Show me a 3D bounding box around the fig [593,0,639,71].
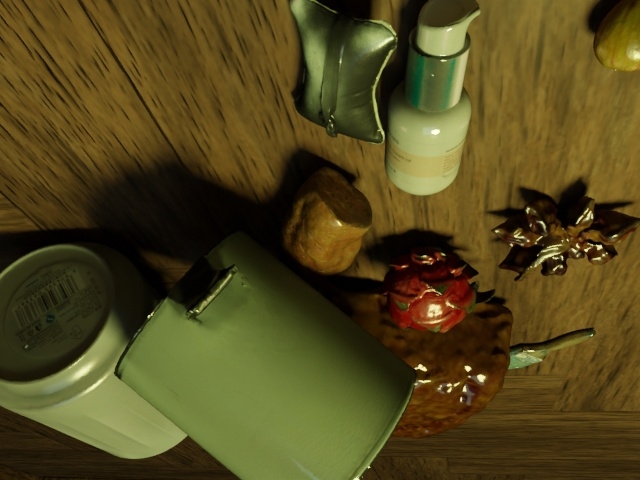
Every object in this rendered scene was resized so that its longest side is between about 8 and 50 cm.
[{"bbox_3d":[0.239,-0.167,0.458,0.050,0.050,0.083,3,139,2],"label":"fig"}]

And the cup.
[{"bbox_3d":[-0.279,0.175,0.880,0.323,0.236,0.327,10,151,16],"label":"cup"}]

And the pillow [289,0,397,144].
[{"bbox_3d":[0.017,-0.140,0.518,0.055,0.091,0.135,-29,150,-20],"label":"pillow"}]

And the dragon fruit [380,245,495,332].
[{"bbox_3d":[0.140,0.062,0.794,0.121,0.130,0.142,-44,132,9],"label":"dragon fruit"}]

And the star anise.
[{"bbox_3d":[0.284,-0.006,0.713,0.168,0.057,0.168,-2,142,-2],"label":"star anise"}]

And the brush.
[{"bbox_3d":[0.387,0.186,1.054,0.070,0.021,0.196,24,142,-28],"label":"brush"}]

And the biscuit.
[{"bbox_3d":[0.075,0.207,0.984,0.395,0.166,0.342,6,151,-6],"label":"biscuit"}]

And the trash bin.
[{"bbox_3d":[-0.059,0.151,0.692,0.262,0.217,0.277,39,156,3],"label":"trash bin"}]

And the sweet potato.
[{"bbox_3d":[0.000,0.000,0.722,0.097,0.097,0.251,8,156,-6],"label":"sweet potato"}]

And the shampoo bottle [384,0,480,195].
[{"bbox_3d":[0.094,-0.118,0.527,0.074,0.074,0.192,1,148,5],"label":"shampoo bottle"}]
